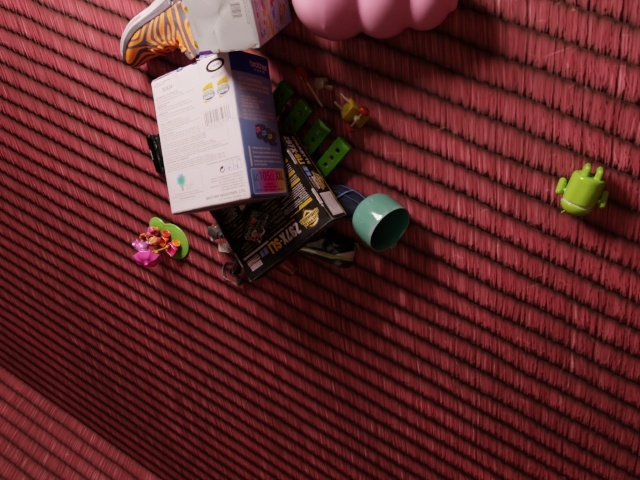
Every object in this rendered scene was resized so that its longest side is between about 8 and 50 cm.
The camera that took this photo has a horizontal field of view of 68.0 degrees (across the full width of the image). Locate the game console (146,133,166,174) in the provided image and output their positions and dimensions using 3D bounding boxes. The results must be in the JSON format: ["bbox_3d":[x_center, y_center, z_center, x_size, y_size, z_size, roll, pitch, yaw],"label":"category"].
[{"bbox_3d":[-0.477,-0.272,1.468,0.107,0.071,0.122,17,123,53],"label":"game console"}]

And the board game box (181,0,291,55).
[{"bbox_3d":[-0.171,-0.512,1.023,0.142,0.275,0.144,-2,123,14],"label":"board game box"}]

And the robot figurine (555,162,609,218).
[{"bbox_3d":[0.554,-0.102,1.001,0.101,0.067,0.115,21,120,18],"label":"robot figurine"}]

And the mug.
[{"bbox_3d":[0.142,-0.043,1.196,0.097,0.129,0.158,46,139,35],"label":"mug"}]

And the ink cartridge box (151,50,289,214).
[{"bbox_3d":[-0.248,-0.278,1.141,0.269,0.151,0.396,-7,94,33],"label":"ink cartridge box"}]

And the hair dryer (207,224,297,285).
[{"bbox_3d":[-0.198,0.051,1.456,0.293,0.080,0.224,11,132,28],"label":"hair dryer"}]

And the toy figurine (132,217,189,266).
[{"bbox_3d":[-0.545,0.017,1.543,0.173,0.159,0.130,43,124,3],"label":"toy figurine"}]

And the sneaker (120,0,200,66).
[{"bbox_3d":[-0.389,-0.519,1.244,0.321,0.124,0.180,-30,96,33],"label":"sneaker"}]

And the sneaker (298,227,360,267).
[{"bbox_3d":[0.000,0.000,1.331,0.234,0.084,0.097,20,96,16],"label":"sneaker"}]

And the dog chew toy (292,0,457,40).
[{"bbox_3d":[0.113,-0.509,0.965,0.331,0.207,0.207,11,117,13],"label":"dog chew toy"}]

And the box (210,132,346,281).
[{"bbox_3d":[-0.128,-0.081,1.234,0.322,0.079,0.257,-37,82,31],"label":"box"}]

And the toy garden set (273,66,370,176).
[{"bbox_3d":[-0.006,-0.317,1.195,0.244,0.049,0.204,46,126,2],"label":"toy garden set"}]

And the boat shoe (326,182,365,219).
[{"bbox_3d":[-0.005,-0.101,1.264,0.258,0.089,0.109,14,118,21],"label":"boat shoe"}]
